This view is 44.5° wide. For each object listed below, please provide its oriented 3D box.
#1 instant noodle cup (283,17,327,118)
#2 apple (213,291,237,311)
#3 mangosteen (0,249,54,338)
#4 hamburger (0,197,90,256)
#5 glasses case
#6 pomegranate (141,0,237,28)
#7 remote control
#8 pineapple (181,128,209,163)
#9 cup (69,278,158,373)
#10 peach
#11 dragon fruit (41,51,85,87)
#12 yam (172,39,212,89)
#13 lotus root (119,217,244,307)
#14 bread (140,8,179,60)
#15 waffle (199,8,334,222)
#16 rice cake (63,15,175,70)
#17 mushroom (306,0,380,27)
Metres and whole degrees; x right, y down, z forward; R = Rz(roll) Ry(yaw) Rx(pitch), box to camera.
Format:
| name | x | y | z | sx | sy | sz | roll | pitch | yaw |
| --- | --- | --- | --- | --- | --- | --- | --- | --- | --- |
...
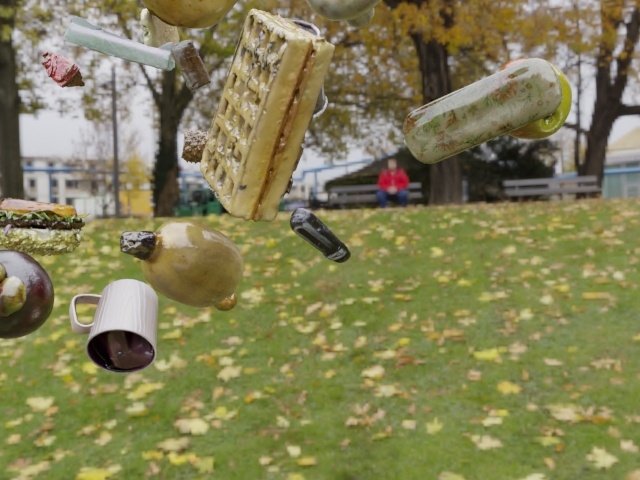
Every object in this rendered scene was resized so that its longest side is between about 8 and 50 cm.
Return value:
| name | x | y | z | sx | sy | sz | roll | pitch | yaw |
| --- | --- | --- | --- | --- | --- | --- | --- | --- | --- |
| instant noodle cup | -0.086 | -0.441 | 2.012 | 0.217 | 0.207 | 0.217 | 1 | 42 | 0 |
| apple | -0.299 | 0.178 | 2.408 | 0.074 | 0.089 | 0.089 | -37 | -11 | 14 |
| mangosteen | -0.660 | 0.110 | 1.616 | 0.194 | 0.194 | 0.230 | -2 | -6 | 4 |
| hamburger | -0.722 | -0.032 | 1.975 | 0.262 | 0.138 | 0.243 | 6 | 0 | 13 |
| glasses case | 0.419 | -0.336 | 2.051 | 0.425 | 0.156 | 0.098 | -22 | -1 | 24 |
| pomegranate | -0.393 | -0.771 | 2.230 | 0.342 | 0.342 | 0.342 | -2 | -1 | 0 |
| remote control | 0.000 | 0.000 | 2.486 | 0.090 | 0.066 | 0.266 | -14 | -45 | 40 |
| pineapple | -0.326 | -0.290 | 2.519 | 0.237 | 0.111 | 0.119 | 7 | -39 | -12 |
| cup | -0.689 | 0.290 | 2.631 | 0.288 | 0.208 | 0.273 | -5 | 38 | -2 |
| peach | 0.585 | -0.398 | 2.186 | 0.231 | 0.231 | 0.231 | -2 | -1 | 0 |
| dragon fruit | -0.642 | -0.414 | 1.900 | 0.131 | 0.063 | 0.097 | 39 | -18 | 12 |
| yam | -0.386 | -0.522 | 2.333 | 0.079 | 0.141 | 0.079 | -18 | 28 | 10 |
| lotus root | -0.297 | 0.040 | 1.684 | 0.183 | 0.182 | 0.310 | -3 | -22 | 36 |
| bread | -0.490 | -0.634 | 2.428 | 0.039 | 0.181 | 0.251 | -4 | 15 | 12 |
| waffle | -0.117 | -0.254 | 1.557 | 0.114 | 0.376 | 0.261 | 10 | 21 | -28 |
| rice cake | -0.518 | -0.511 | 2.028 | 0.290 | 0.081 | 0.051 | 15 | 20 | -2 |
| mushroom | 0.078 | -0.680 | 2.106 | 0.244 | 0.243 | 0.243 | -2 | -1 | 0 |
